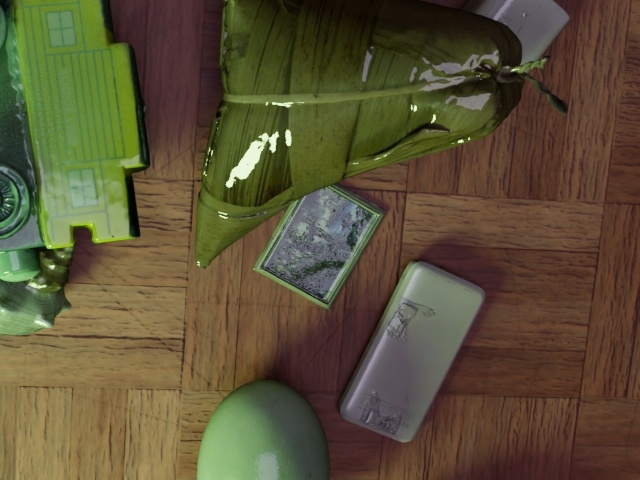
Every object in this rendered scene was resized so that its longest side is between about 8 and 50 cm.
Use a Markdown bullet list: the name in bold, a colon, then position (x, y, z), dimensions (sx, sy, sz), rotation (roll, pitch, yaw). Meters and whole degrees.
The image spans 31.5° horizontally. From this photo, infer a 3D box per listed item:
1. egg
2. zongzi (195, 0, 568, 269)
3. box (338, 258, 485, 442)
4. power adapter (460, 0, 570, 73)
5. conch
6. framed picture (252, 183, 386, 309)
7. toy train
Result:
- **egg**: position (-0.087, 0.350, 1.727), dimensions (0.203, 0.203, 0.283), rotation (0, 97, -10)
- **zongzi**: position (0.078, -0.117, 1.611), dimensions (0.500, 0.218, 0.467), rotation (17, 114, 15)
- **box**: position (0.146, 0.179, 1.815), dimensions (0.142, 0.044, 0.285), rotation (24, 96, -16)
- **power adapter**: position (0.250, -0.287, 1.690), dimensions (0.125, 0.130, 0.205), rotation (36, 95, -15)
- **conch**: position (-0.440, 0.086, 1.644), dimensions (0.234, 0.114, 0.137), rotation (-41, 134, -8)
- **framed picture**: position (0.000, 0.000, 1.767), dimensions (0.142, 0.011, 0.183), rotation (29, 96, -14)
- **toy train**: position (-0.377, -0.172, 1.560), dimensions (0.272, 0.179, 0.442), rotation (-8, 91, -12)
